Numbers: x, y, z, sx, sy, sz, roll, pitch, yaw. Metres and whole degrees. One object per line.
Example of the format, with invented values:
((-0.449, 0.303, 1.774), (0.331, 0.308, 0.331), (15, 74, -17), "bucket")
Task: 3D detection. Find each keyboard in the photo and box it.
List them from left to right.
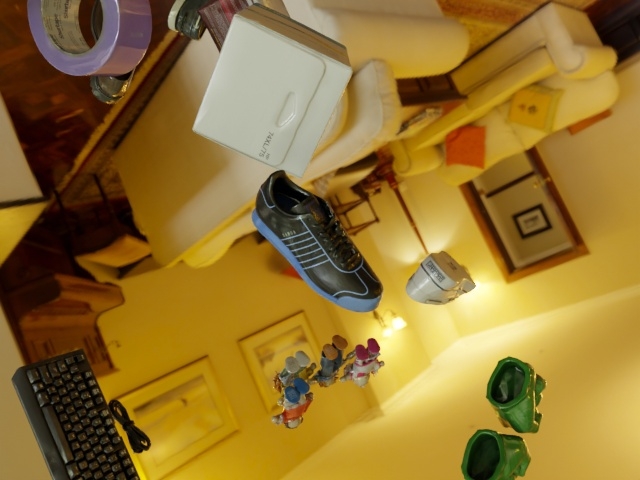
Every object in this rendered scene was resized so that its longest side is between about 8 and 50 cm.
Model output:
((-0.213, 0.191, 0.526), (0.023, 0.180, 0.108), (-33, 169, 23), "keyboard")

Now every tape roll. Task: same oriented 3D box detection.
((-0.378, -0.367, 0.893), (0.189, 0.189, 0.080), (-27, -176, 26), "tape roll")

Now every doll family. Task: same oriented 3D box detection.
((-0.003, 0.264, 1.085), (0.263, 0.118, 0.163), (-23, 145, -25), "doll family")

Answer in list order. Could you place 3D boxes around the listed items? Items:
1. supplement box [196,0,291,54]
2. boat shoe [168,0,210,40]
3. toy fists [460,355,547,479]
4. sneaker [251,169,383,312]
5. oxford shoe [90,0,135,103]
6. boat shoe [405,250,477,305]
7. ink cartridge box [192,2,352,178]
((-0.183, -0.530, 1.290), (0.073, 0.130, 0.239), (-41, -153, -31), "supplement box")
((-0.288, -0.661, 1.442), (0.302, 0.091, 0.114), (-62, -178, -7), "boat shoe")
((0.367, 0.372, 1.067), (0.096, 0.279, 0.142), (11, 155, 35), "toy fists")
((0.000, 0.000, 0.745), (0.081, 0.232, 0.090), (-41, 165, -40), "sneaker")
((-0.372, -0.376, 1.013), (0.083, 0.227, 0.096), (3, 165, -41), "oxford shoe")
((0.229, 0.082, 1.044), (0.088, 0.096, 0.267), (-44, 165, 16), "boat shoe")
((-0.076, -0.271, 0.953), (0.270, 0.197, 0.198), (-90, -155, -64), "ink cartridge box")
